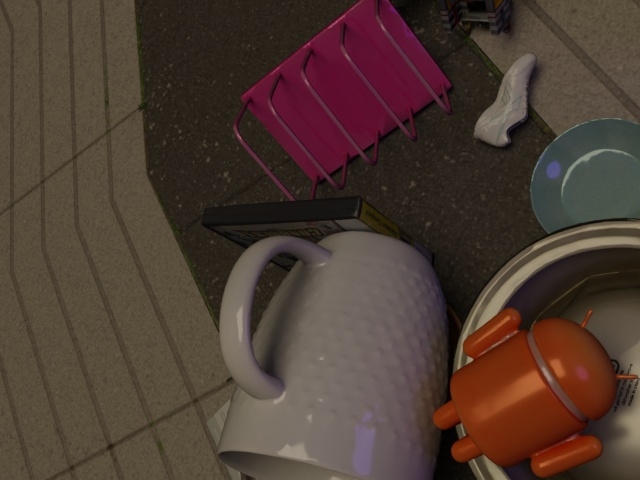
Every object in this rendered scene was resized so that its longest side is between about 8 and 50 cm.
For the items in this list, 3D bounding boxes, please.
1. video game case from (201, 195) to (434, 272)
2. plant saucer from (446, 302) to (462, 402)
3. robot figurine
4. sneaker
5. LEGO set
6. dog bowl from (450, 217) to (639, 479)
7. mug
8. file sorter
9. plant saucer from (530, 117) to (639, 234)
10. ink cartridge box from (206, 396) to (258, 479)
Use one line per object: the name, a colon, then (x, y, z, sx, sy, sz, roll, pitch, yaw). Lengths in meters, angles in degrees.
video game case: (0.000, 0.000, 1.176, 0.275, 0.248, 0.035, -2, 70, 32)
plant saucer: (0.134, 0.174, 1.168, 0.200, 0.037, 0.200, -10, 71, 30)
robot figurine: (0.237, 0.173, 0.867, 0.219, 0.128, 0.158, -37, 32, 20)
sneaker: (0.297, -0.212, 1.174, 0.061, 0.053, 0.152, 32, 101, 26)
LEGO set: (0.215, -0.452, 1.254, 0.331, 0.192, 0.255, 7, 51, 31)
dog bowl: (0.376, 0.186, 0.940, 0.408, 0.150, 0.408, -10, 71, 31)
mug: (0.011, 0.144, 1.005, 0.276, 0.374, 0.328, -8, 56, 40)
file sorter: (0.036, -0.210, 1.204, 0.290, 0.202, 0.182, -34, 22, 20)
plant saucer: (0.394, -0.074, 1.073, 0.195, 0.037, 0.195, -11, 70, 30)
ink cartridge box: (-0.045, 0.333, 1.225, 0.239, 0.060, 0.275, -48, 56, 25)
